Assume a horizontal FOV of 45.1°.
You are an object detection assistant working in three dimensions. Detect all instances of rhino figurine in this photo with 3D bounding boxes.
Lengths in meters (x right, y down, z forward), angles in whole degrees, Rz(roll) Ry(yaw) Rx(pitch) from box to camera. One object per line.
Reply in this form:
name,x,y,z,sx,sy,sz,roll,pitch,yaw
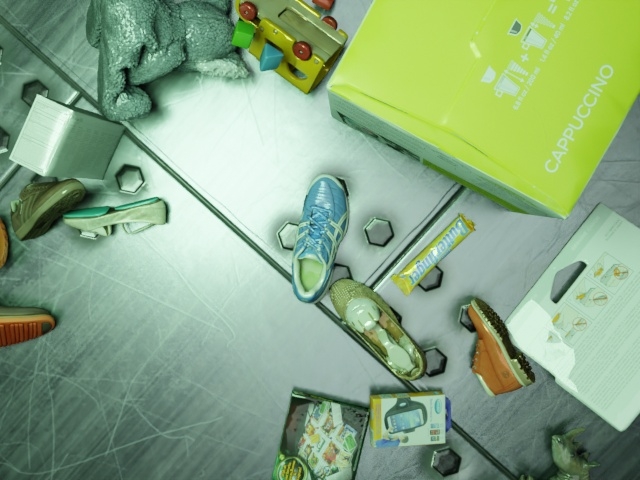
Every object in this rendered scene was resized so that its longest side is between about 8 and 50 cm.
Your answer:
rhino figurine,0.370,0.407,1.224,0.106,0.073,0.243,23,93,5

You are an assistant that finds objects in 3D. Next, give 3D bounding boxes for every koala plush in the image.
koala plush,-0.222,-0.305,1.160,0.221,0.203,0.196,-5,69,-25

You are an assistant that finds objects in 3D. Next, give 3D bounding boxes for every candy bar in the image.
candy bar,0.183,0.021,1.236,0.161,0.018,0.040,-44,91,5

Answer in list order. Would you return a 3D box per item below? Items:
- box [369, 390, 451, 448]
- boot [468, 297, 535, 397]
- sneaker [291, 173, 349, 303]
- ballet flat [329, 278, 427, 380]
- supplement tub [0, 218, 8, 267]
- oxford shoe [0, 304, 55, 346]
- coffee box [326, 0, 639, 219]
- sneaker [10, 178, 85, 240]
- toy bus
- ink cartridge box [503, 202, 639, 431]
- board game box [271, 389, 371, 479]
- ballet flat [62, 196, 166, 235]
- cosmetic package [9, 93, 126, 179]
box,0.147,0.286,1.237,0.136,0.028,0.081,-2,94,-9
boot,0.263,0.172,1.223,0.085,0.059,0.157,-33,78,28
sneaker,0.000,0.000,1.210,0.080,0.081,0.211,7,92,3
ballet flat,0.095,0.142,1.221,0.206,0.067,0.073,44,95,0
supplement tub,-0.605,0.009,1.216,0.191,0.117,0.116,-5,93,2
oxford shoe,-0.563,0.111,1.219,0.272,0.097,0.098,3,56,-22
coffee box,0.236,-0.255,1.059,0.338,0.334,0.337,29,94,0
sneaker,-0.435,-0.063,1.194,0.188,0.066,0.071,-30,85,39
toy bus,-0.064,-0.316,1.184,0.191,0.104,0.202,0,59,-26
ink cartridge box,0.459,0.118,1.213,0.239,0.060,0.275,40,95,24
board game box,-0.011,0.385,1.260,0.136,0.030,0.259,14,94,-1
ballet flat,-0.330,-0.031,1.236,0.168,0.057,0.052,-9,105,3
cosmetic package,-0.365,-0.147,1.136,0.060,0.239,0.098,27,94,1
